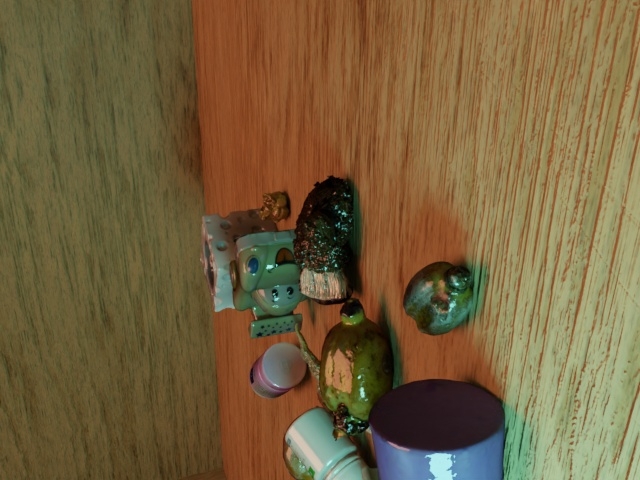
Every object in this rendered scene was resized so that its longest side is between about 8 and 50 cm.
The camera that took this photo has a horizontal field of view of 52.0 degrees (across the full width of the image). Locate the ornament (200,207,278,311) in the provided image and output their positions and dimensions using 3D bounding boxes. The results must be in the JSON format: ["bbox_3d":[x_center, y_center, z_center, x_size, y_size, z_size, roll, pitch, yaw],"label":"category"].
[{"bbox_3d":[-0.268,0.064,2.239,0.240,0.239,0.239,104,152,-48],"label":"ornament"}]

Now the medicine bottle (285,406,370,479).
[{"bbox_3d":[0.029,0.552,1.671,0.237,0.139,0.139,44,143,30],"label":"medicine bottle"}]

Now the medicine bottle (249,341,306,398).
[{"bbox_3d":[-0.144,0.432,2.169,0.254,0.152,0.152,126,133,-64],"label":"medicine bottle"}]

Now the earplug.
[{"bbox_3d":[0.205,0.480,1.103,0.215,0.215,0.456,-147,48,-66],"label":"earplug"}]

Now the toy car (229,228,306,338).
[{"bbox_3d":[-0.123,0.119,1.836,0.336,0.242,0.227,121,140,-64],"label":"toy car"}]

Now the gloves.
[{"bbox_3d":[0.007,0.000,1.569,0.210,0.135,0.313,-146,53,-74],"label":"gloves"}]

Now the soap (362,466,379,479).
[{"bbox_3d":[0.145,0.607,1.463,0.198,0.066,0.119,-115,19,-73],"label":"soap"}]

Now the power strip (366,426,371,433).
[{"bbox_3d":[0.118,0.369,1.559,0.081,0.035,0.192,175,86,-71],"label":"power strip"}]

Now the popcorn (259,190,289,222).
[{"bbox_3d":[-0.146,-0.105,2.058,0.109,0.089,0.097,111,157,-61],"label":"popcorn"}]

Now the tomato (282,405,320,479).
[{"bbox_3d":[-0.028,0.595,1.849,0.181,0.155,0.214,148,99,-80],"label":"tomato"}]

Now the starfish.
[{"bbox_3d":[0.031,0.354,1.710,0.293,0.084,0.302,158,96,-75],"label":"starfish"}]

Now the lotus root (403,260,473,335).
[{"bbox_3d":[0.203,0.094,1.111,0.113,0.088,0.192,57,153,17],"label":"lotus root"}]

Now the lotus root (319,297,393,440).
[{"bbox_3d":[0.081,0.280,1.447,0.169,0.141,0.314,8,98,38],"label":"lotus root"}]
